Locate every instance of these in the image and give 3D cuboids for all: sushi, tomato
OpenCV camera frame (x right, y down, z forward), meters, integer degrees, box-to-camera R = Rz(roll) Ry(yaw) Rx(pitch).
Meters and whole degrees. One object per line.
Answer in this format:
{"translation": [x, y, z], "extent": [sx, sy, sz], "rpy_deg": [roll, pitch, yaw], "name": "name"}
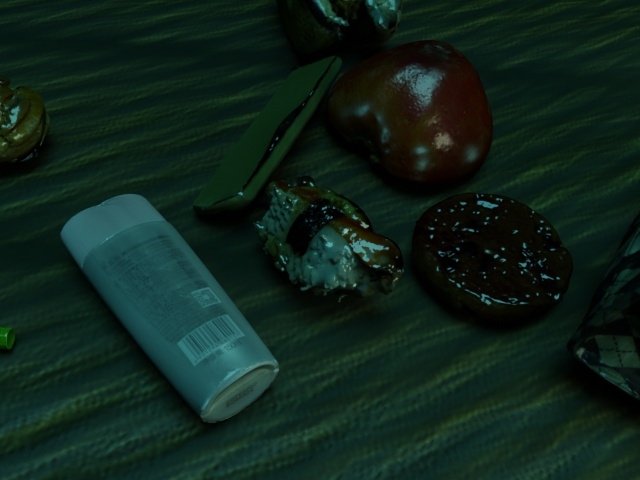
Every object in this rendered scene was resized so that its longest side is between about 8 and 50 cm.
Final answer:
{"translation": [-0.003, 0.002, 0.757], "extent": [0.103, 0.097, 0.226], "rpy_deg": [-17, 38, -27], "name": "sushi"}
{"translation": [0.128, -0.189, 0.911], "extent": [0.233, 0.139, 0.200], "rpy_deg": [38, 49, 25], "name": "tomato"}

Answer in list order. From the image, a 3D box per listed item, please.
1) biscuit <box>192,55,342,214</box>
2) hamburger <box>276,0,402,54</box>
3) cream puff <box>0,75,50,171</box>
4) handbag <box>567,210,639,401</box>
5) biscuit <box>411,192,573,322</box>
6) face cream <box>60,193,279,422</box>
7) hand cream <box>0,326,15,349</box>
{"translation": [-0.058, -0.140, 0.890], "extent": [0.099, 0.038, 0.322], "rpy_deg": [-12, 36, 37], "name": "biscuit"}
{"translation": [0.016, -0.400, 1.065], "extent": [0.168, 0.192, 0.287], "rpy_deg": [-14, 77, -11], "name": "hamburger"}
{"translation": [-0.398, -0.145, 0.834], "extent": [0.133, 0.104, 0.119], "rpy_deg": [-18, 60, -20], "name": "cream puff"}
{"translation": [0.485, 0.052, 0.734], "extent": [0.317, 0.180, 0.416], "rpy_deg": [39, 53, 10], "name": "handbag"}
{"translation": [0.196, 0.017, 0.801], "extent": [0.192, 0.049, 0.192], "rpy_deg": [3, 42, -3], "name": "biscuit"}
{"translation": [-0.155, 0.057, 0.702], "extent": [0.107, 0.073, 0.269], "rpy_deg": [-26, 57, -32], "name": "face cream"}
{"translation": [-0.364, 0.093, 0.678], "extent": [0.122, 0.023, 0.036], "rpy_deg": [2, 52, 0], "name": "hand cream"}
